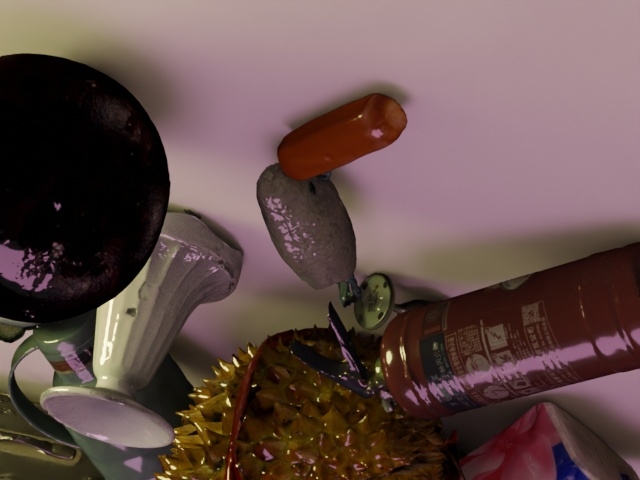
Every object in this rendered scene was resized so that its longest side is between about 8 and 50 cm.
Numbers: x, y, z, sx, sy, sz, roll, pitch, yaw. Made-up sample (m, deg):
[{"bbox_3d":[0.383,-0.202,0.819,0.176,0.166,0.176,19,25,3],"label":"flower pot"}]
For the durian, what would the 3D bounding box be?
[{"bbox_3d":[-0.014,0.250,1.555,0.348,0.347,0.384,16,144,-4],"label":"durian"}]

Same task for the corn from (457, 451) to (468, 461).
[{"bbox_3d":[0.114,0.299,1.829,0.345,0.131,0.131,16,155,-10],"label":"corn"}]

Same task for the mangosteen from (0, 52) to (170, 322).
[{"bbox_3d":[-0.235,-0.050,1.218,0.211,0.211,0.250,33,180,-35],"label":"mangosteen"}]

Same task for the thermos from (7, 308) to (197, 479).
[{"bbox_3d":[-0.231,0.183,1.717,0.182,0.145,0.286,-21,126,15],"label":"thermos"}]

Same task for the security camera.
[{"bbox_3d":[0.084,0.066,1.454,0.092,0.058,0.058,16,158,-35],"label":"security camera"}]

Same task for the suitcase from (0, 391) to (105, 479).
[{"bbox_3d":[-0.389,0.314,2.044,0.434,0.194,0.283,10,155,5],"label":"suitcase"}]

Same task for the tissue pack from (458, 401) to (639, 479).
[{"bbox_3d":[0.210,0.318,1.687,0.270,0.137,0.209,-40,127,17],"label":"tissue pack"}]

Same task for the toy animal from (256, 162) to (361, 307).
[{"bbox_3d":[0.006,0.008,1.324,0.070,0.079,0.253,-3,153,19],"label":"toy animal"}]

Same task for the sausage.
[{"bbox_3d":[0.017,-0.080,1.177,0.039,0.041,0.131,48,144,-16],"label":"sausage"}]

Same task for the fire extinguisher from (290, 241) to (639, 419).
[{"bbox_3d":[0.131,0.079,1.324,0.344,0.102,0.138,-18,117,31],"label":"fire extinguisher"}]

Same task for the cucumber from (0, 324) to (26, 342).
[{"bbox_3d":[-0.358,0.080,1.693,0.048,0.048,0.105,32,171,-33],"label":"cucumber"}]

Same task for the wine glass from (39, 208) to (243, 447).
[{"bbox_3d":[-0.169,0.080,1.432,0.165,0.196,0.165,10,153,5],"label":"wine glass"}]

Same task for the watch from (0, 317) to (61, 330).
[{"bbox_3d":[-0.400,0.003,1.540,0.276,0.068,0.274,0,153,30],"label":"watch"}]
